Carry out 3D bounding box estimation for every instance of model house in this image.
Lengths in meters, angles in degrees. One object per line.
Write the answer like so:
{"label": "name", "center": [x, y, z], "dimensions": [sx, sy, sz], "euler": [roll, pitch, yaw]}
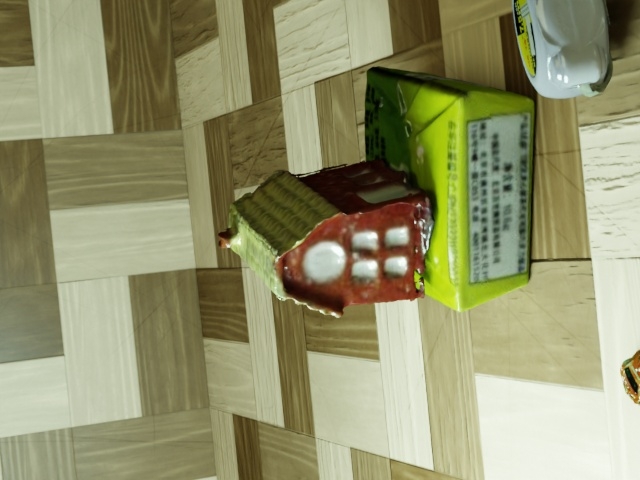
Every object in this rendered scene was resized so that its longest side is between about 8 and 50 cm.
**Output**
{"label": "model house", "center": [0.000, 0.000, 1.835], "dimensions": [0.196, 0.254, 0.160], "euler": [-135, 38, -59]}

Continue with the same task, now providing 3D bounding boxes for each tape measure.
{"label": "tape measure", "center": [0.288, -0.265, 1.596], "dimensions": [0.178, 0.105, 0.196], "euler": [-102, 0, -84]}

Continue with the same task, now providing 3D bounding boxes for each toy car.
{"label": "toy car", "center": [0.381, 0.150, 1.583], "dimensions": [0.059, 0.035, 0.122], "euler": [68, 151, 26]}

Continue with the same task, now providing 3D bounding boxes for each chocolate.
{"label": "chocolate", "center": [0.177, -0.082, 1.889], "dimensions": [0.289, 0.137, 0.300], "euler": [-150, 55, -64]}
